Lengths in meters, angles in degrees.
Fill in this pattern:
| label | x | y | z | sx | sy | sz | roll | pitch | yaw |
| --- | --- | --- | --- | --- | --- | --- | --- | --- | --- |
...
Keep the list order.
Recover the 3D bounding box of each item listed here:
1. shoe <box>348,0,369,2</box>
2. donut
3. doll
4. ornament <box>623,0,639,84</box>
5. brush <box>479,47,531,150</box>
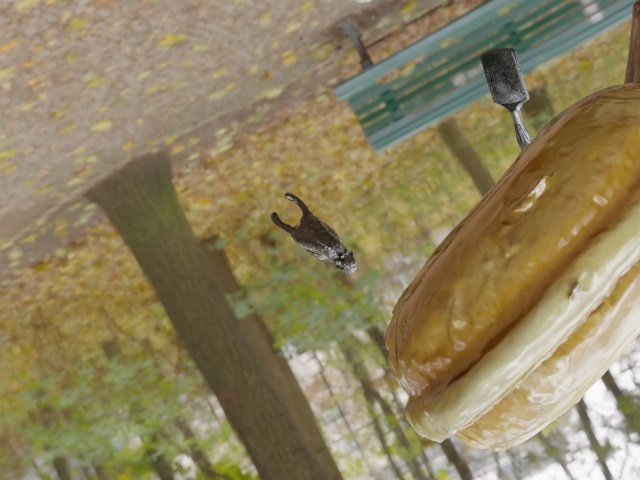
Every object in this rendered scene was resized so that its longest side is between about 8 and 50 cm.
| label | x | y | z | sx | sy | sz | roll | pitch | yaw |
| --- | --- | --- | --- | --- | --- | --- | --- | --- | --- |
| shoe | 0.092 | -0.341 | 1.091 | 0.351 | 0.172 | 0.198 | 1 | -166 | 22 |
| donut | 0.236 | 0.025 | 1.072 | 0.449 | 0.198 | 0.449 | -50 | 177 | -4 |
| doll | 0.000 | 0.000 | 1.602 | 0.057 | 0.165 | 0.139 | -48 | 153 | -1 |
| ornament | 0.483 | -0.191 | 1.354 | 0.221 | 0.235 | 0.218 | -14 | 125 | -29 |
| brush | 0.308 | -0.218 | 1.658 | 0.063 | 0.193 | 0.016 | -2 | -150 | 37 |
